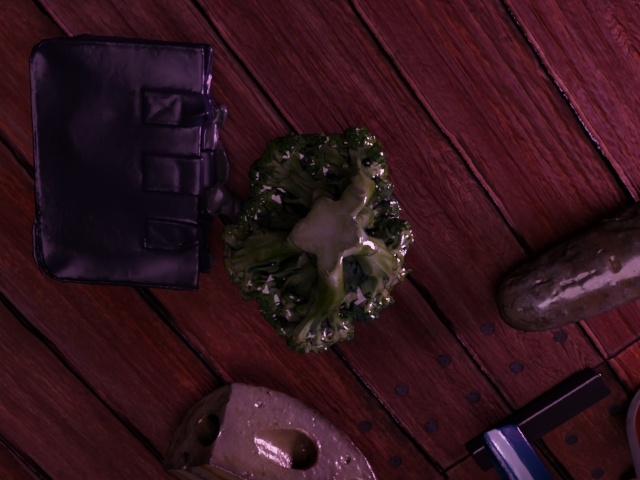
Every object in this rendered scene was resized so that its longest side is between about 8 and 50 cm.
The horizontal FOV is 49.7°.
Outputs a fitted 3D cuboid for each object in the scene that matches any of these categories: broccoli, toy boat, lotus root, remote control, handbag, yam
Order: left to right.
[{"bbox_3d":[-0.239,-0.103,0.928,0.269,0.118,0.326,6,106,3],"label":"handbag"},{"bbox_3d":[-0.064,0.338,1.058,0.314,0.142,0.210,32,139,-15],"label":"lotus root"},{"bbox_3d":[0.000,0.000,0.901,0.265,0.245,0.295,5,76,-4],"label":"broccoli"},{"bbox_3d":[0.337,0.394,1.095,0.061,0.096,0.299,-35,113,-2],"label":"toy boat"},{"bbox_3d":[0.350,0.291,1.111,0.245,0.025,0.063,-36,108,8],"label":"remote control"},{"bbox_3d":[0.408,0.034,0.993,0.330,0.133,0.133,-26,105,9],"label":"yam"}]

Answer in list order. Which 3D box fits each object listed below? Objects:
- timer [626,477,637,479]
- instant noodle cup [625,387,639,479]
[{"bbox_3d":[0.553,0.441,1.118,0.107,0.109,0.107,-4,148,-3],"label":"timer"},{"bbox_3d":[0.664,0.349,1.022,0.308,0.294,0.294,38,101,-20],"label":"instant noodle cup"}]
